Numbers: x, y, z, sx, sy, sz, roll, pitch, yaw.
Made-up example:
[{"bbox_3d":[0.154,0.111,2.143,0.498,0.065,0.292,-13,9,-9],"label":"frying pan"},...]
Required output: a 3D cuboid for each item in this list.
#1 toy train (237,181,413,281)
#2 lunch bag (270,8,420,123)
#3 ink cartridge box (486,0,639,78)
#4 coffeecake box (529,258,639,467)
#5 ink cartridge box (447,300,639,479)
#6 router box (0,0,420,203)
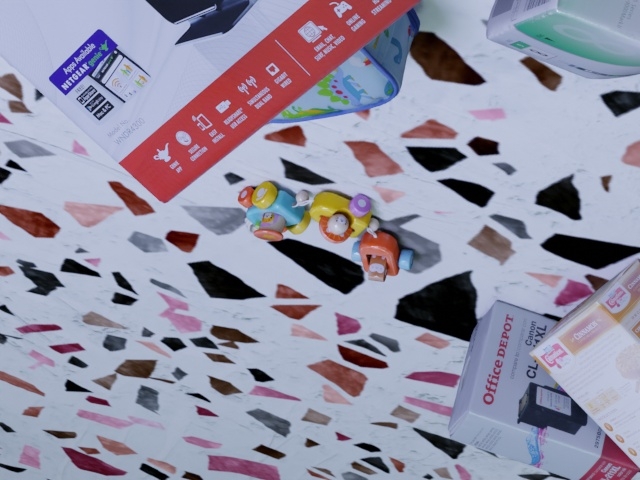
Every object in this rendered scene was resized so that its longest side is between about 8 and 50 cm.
[{"bbox_3d":[0.000,0.000,1.572,0.166,0.046,0.125,11,151,11],"label":"toy train"},{"bbox_3d":[-0.049,-0.178,1.227,0.176,0.090,0.219,-9,143,39],"label":"lunch bag"},{"bbox_3d":[0.238,-0.125,1.130,0.225,0.056,0.181,22,178,-8],"label":"ink cartridge box"},{"bbox_3d":[0.299,0.126,1.531,0.185,0.068,0.142,46,151,4],"label":"coffeecake box"},{"bbox_3d":[0.225,0.150,1.631,0.175,0.127,0.072,19,151,-3],"label":"ink cartridge box"},{"bbox_3d":[-0.104,-0.213,1.062,0.301,0.082,0.335,43,136,-12],"label":"router box"}]
